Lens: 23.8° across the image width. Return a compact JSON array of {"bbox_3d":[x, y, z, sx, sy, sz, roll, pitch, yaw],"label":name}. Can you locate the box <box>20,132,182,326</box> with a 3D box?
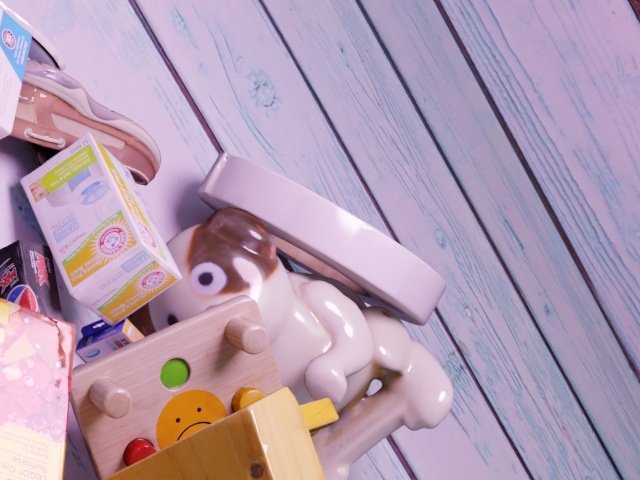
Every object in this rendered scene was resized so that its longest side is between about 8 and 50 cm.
[{"bbox_3d":[-0.273,-0.014,1.890,0.203,0.114,0.103,61,8,34],"label":"box"}]

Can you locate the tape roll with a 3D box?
[{"bbox_3d":[0.000,0.000,2.216,0.392,0.392,0.072,35,83,-45],"label":"tape roll"}]

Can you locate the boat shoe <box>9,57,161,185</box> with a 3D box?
[{"bbox_3d":[-0.328,-0.132,1.996,0.324,0.123,0.116,35,74,-55],"label":"boat shoe"}]

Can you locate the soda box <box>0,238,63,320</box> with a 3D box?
[{"bbox_3d":[-0.349,0.088,1.829,0.060,0.053,0.169,17,54,-56],"label":"soda box"}]

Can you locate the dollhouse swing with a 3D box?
[{"bbox_3d":[-0.115,0.334,1.529,0.305,0.346,0.315,29,36,-60],"label":"dollhouse swing"}]

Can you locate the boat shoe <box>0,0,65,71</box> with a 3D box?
[{"bbox_3d":[-0.450,-0.272,1.919,0.099,0.116,0.319,-58,143,-6],"label":"boat shoe"}]

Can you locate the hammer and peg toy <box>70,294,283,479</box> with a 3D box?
[{"bbox_3d":[-0.202,0.249,1.811,0.361,0.127,0.266,-25,111,-22],"label":"hammer and peg toy"}]

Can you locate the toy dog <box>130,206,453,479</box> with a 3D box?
[{"bbox_3d":[-0.060,0.117,2.084,0.408,0.284,0.395,35,32,-45],"label":"toy dog"}]

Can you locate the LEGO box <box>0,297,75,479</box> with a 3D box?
[{"bbox_3d":[-0.475,0.182,1.241,0.500,0.193,0.373,23,47,-30],"label":"LEGO box"}]

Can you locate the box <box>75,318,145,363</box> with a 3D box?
[{"bbox_3d":[-0.246,0.153,1.930,0.136,0.081,0.028,48,33,-30],"label":"box"}]

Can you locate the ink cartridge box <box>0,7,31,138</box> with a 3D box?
[{"bbox_3d":[-0.475,-0.213,1.712,0.232,0.168,0.171,44,34,-37],"label":"ink cartridge box"}]
